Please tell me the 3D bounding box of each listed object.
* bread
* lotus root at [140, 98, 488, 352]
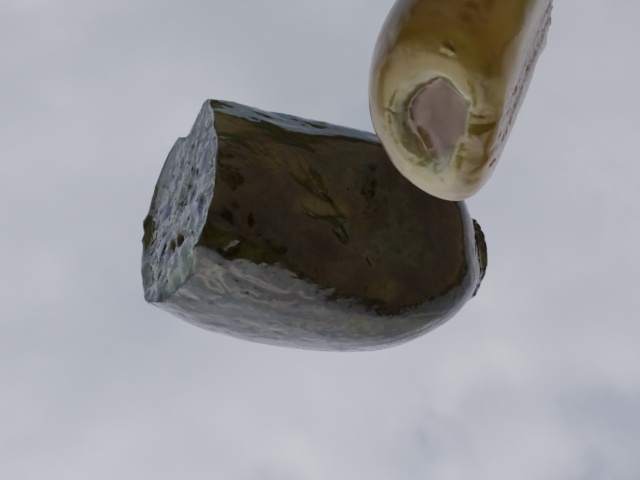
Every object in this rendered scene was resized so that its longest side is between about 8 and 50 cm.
[{"bbox_3d":[0.084,-0.118,0.687,0.085,0.134,0.173,17,-132,13],"label":"bread"},{"bbox_3d":[0.000,0.000,1.206,0.346,0.250,0.251,10,-132,-24],"label":"lotus root"}]
